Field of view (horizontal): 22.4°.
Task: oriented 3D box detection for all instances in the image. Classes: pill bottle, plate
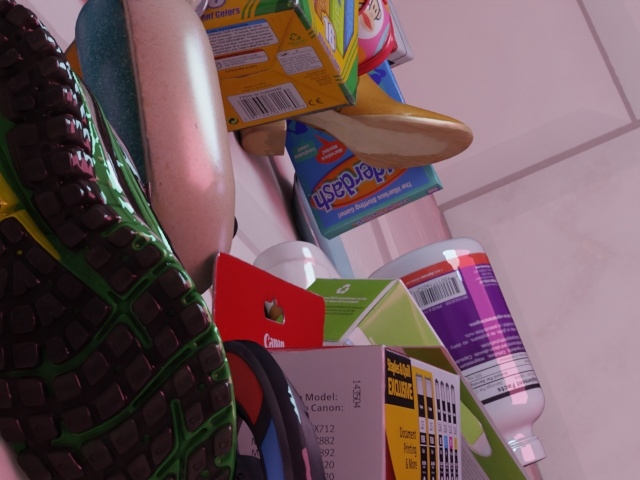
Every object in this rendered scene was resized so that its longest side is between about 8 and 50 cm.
[{"bbox_3d":[0.193,0.170,2.225,0.181,0.181,0.323,27,41,-75],"label":"pill bottle"},{"bbox_3d":[0.000,0.000,2.043,0.188,0.024,0.188,62,10,-19],"label":"plate"}]

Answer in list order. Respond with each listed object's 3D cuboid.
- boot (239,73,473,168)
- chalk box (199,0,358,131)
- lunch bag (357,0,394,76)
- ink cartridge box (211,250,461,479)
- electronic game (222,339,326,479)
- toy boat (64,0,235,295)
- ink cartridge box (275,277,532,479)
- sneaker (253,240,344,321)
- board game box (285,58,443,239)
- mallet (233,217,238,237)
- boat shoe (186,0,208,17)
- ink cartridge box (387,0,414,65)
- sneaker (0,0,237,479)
[{"bbox_3d":[0.031,-0.199,1.940,0.104,0.295,0.211,109,-20,-55],"label":"boot"},{"bbox_3d":[-0.070,-0.285,1.667,0.179,0.180,0.289,55,30,-53],"label":"chalk box"},{"bbox_3d":[-0.035,-0.299,1.847,0.120,0.258,0.293,54,16,-51],"label":"lunch bag"},{"bbox_3d":[0.020,0.157,1.210,0.309,0.130,0.272,29,60,-74],"label":"ink cartridge box"},{"bbox_3d":[-0.049,0.174,0.964,0.229,0.048,0.229,-179,-90,-69],"label":"electronic game"},{"bbox_3d":[-0.142,-0.118,1.127,0.318,0.148,0.267,96,-15,-51],"label":"toy boat"},{"bbox_3d":[0.093,0.133,1.494,0.097,0.255,0.189,-47,116,-30],"label":"ink cartridge box"},{"bbox_3d":[0.024,0.114,1.706,0.290,0.106,0.123,36,33,-50],"label":"sneaker"},{"bbox_3d":[0.038,-0.128,2.004,0.210,0.160,0.047,67,8,11],"label":"board game box"},{"bbox_3d":[-0.084,0.045,1.452,0.062,0.039,0.190,51,22,-62],"label":"mallet"},{"bbox_3d":[-0.183,-0.339,1.564,0.116,0.123,0.324,51,16,-50],"label":"boat shoe"},{"bbox_3d":[0.006,-0.267,2.184,0.273,0.197,0.114,-22,90,-80],"label":"ink cartridge box"},{"bbox_3d":[-0.131,0.017,0.953,0.146,0.134,0.343,32,35,-75],"label":"sneaker"}]
